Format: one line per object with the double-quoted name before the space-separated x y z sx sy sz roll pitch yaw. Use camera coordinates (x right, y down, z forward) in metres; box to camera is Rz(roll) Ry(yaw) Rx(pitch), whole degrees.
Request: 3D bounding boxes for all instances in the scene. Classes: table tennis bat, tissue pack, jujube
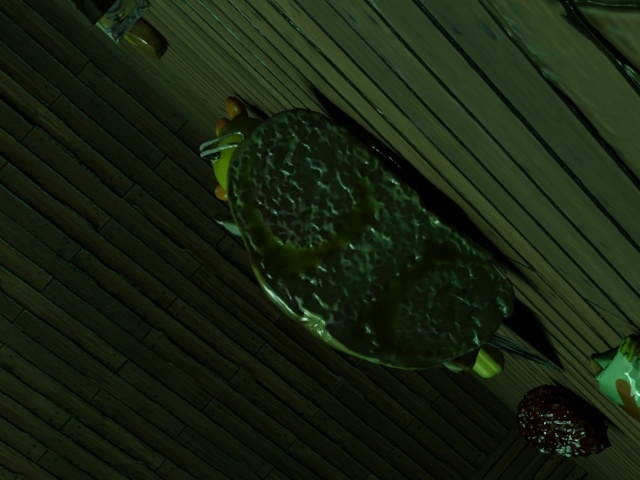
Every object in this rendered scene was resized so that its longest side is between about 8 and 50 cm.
"table tennis bat" 0.161 0.086 1.573 0.368 0.054 0.224 46 178 -17
"tissue pack" -0.254 -0.284 1.186 0.083 0.063 0.035 40 180 11
"jujube" 0.339 0.256 1.423 0.104 0.104 0.166 41 165 -10

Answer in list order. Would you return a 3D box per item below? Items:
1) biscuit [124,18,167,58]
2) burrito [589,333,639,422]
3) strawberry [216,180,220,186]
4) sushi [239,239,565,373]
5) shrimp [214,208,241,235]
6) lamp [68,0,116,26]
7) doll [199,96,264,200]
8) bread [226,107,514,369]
"biscuit" -0.336 -0.356 1.489 0.186 0.044 0.295 45 175 -36
"burrito" 0.286 0.148 0.617 0.288 0.054 0.104 42 176 26
"strawberry" -0.069 -0.107 1.574 0.167 0.087 0.208 22 157 -15
"sushi" 0.097 0.115 1.202 0.339 0.068 0.320 19 175 27
"shrimp" 0.000 0.000 1.283 0.247 0.085 0.360 7 -171 -30
"lamp" -0.273 -0.305 0.766 0.325 0.090 0.089 40 177 7
"doll" -0.095 -0.100 1.298 0.135 0.142 0.221 -2 -159 -28
"bread" 0.038 0.012 0.880 0.261 0.158 0.156 43 -178 13
